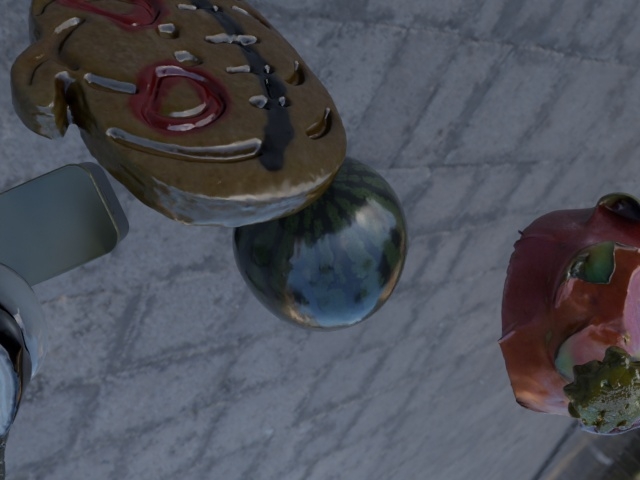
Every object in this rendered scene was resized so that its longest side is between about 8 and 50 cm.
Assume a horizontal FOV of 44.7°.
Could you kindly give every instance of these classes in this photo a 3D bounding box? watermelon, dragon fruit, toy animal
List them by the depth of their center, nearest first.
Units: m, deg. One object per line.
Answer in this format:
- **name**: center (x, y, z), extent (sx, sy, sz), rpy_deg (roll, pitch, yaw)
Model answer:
- **toy animal**: center (-0.385, 0.107, 0.810), extent (0.187, 0.235, 0.165), rpy_deg (-6, 102, -12)
- **watermelon**: center (0.000, 0.000, 0.899), extent (0.212, 0.212, 0.212), rpy_deg (-34, 152, -21)
- **dragon fruit**: center (0.355, 0.089, 0.933), extent (0.291, 0.189, 0.290), rpy_deg (4, 84, -40)

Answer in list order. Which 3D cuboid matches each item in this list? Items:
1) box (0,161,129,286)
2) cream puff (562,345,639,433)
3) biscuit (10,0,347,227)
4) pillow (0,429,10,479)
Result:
- **box**: center (-0.402, -0.025, 1.174), extent (0.201, 0.144, 0.090), rpy_deg (-24, -170, 6)
- **cream puff**: center (0.274, 0.142, 0.736), extent (0.058, 0.083, 0.083), rpy_deg (61, 52, -76)
- **biscuit**: center (-0.144, -0.163, 0.758), extent (0.314, 0.367, 0.063), rpy_deg (-13, 147, -40)
- **pillow**: center (-0.651, 0.426, 1.341), extent (0.228, 0.326, 0.101), rpy_deg (-21, 142, 6)
